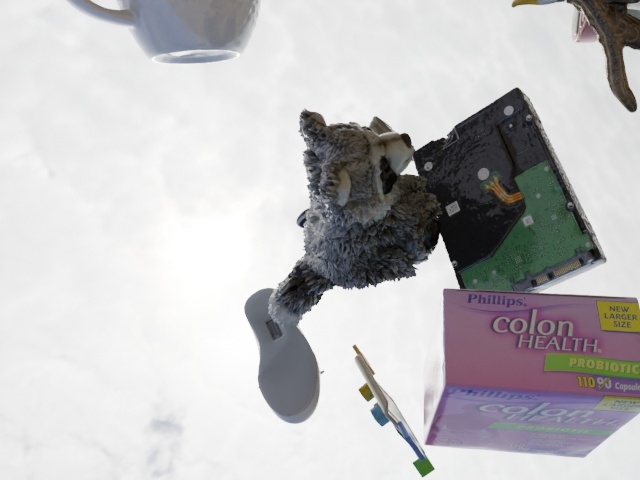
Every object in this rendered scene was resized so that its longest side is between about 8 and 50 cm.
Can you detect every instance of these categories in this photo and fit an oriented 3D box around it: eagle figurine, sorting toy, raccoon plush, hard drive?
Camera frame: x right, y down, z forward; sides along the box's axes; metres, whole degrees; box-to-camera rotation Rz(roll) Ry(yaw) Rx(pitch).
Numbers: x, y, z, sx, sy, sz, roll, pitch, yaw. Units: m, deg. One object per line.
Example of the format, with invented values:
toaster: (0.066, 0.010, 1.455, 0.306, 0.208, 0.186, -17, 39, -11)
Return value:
eagle figurine: (0.335, -0.331, 0.733, 0.225, 0.226, 0.298, 16, -134, 18)
sorting toy: (0.136, 0.360, 1.330, 0.196, 0.047, 0.348, 56, 180, -31)
raccoon plush: (0.000, 0.000, 1.013, 0.299, 0.446, 0.216, 16, -154, -50)
hard drive: (0.317, -0.066, 1.095, 0.064, 0.236, 0.339, 17, -130, -48)

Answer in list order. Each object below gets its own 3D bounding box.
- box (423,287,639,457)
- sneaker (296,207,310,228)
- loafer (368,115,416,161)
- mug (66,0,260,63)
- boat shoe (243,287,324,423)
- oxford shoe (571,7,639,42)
box: (0.241, 0.169, 0.754, 0.213, 0.243, 0.117, 3, -123, 5)
sneaker: (0.052, -0.032, 1.674, 0.234, 0.084, 0.097, 3, -122, -15)
loafer: (0.148, -0.204, 1.311, 0.056, 0.050, 0.148, 17, -151, -46)
mug: (-0.273, -0.477, 1.054, 0.373, 0.276, 0.328, -11, -80, -34)
boat shoe: (-0.074, 0.271, 1.357, 0.367, 0.135, 0.157, 58, 174, 51)
oxford shoe: (0.499, -0.431, 0.891, 0.146, 0.397, 0.141, 10, -107, 4)
